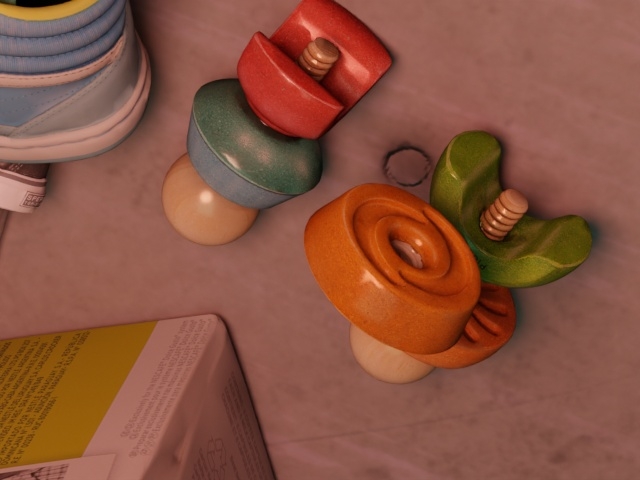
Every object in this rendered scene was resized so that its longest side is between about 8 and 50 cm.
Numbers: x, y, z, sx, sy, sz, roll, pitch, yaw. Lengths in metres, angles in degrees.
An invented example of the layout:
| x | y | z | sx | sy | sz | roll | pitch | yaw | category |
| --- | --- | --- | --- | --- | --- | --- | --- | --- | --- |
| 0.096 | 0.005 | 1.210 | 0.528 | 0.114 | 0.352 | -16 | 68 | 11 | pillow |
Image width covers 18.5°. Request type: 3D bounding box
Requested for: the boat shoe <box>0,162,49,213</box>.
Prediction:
| x | y | z | sx | sy | sz | roll | pitch | yaw | category |
| --- | --- | --- | --- | --- | --- | --- | --- | --- | --- |
| -0.267 | -0.086 | 1.184 | 0.228 | 0.080 | 0.076 | 20 | 97 | 6 | boat shoe |

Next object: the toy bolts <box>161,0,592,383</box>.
| x | y | z | sx | sy | sz | roll | pitch | yaw | category |
| --- | --- | --- | --- | --- | --- | --- | --- | --- | --- |
| 0.000 | 0.000 | 1.115 | 0.228 | 0.218 | 0.158 | 45 | 125 | 7 | toy bolts |

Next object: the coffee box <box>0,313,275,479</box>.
| x | y | z | sx | sy | sz | roll | pitch | yaw | category |
| --- | --- | --- | --- | --- | --- | --- | --- | --- | --- |
| -0.209 | 0.283 | 1.213 | 0.334 | 0.338 | 0.337 | -8 | 116 | 16 | coffee box |

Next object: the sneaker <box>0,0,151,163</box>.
| x | y | z | sx | sy | sz | roll | pitch | yaw | category |
| --- | --- | --- | --- | --- | --- | --- | --- | --- | --- |
| -0.250 | -0.127 | 1.054 | 0.319 | 0.127 | 0.208 | -6 | 156 | -9 | sneaker |
